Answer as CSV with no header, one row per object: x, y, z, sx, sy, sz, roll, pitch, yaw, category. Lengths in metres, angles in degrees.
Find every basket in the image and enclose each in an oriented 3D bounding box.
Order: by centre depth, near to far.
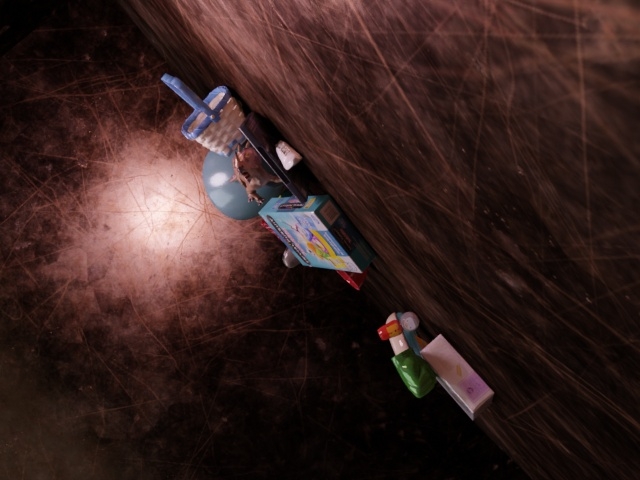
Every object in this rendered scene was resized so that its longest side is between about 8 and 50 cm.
-0.370,-0.413,1.806,0.289,0.201,0.255,37,-177,-31,basket

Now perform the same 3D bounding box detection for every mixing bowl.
0.110,0.085,2.089,0.181,0.098,0.181,45,173,7,mixing bowl

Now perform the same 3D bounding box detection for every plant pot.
-0.231,-0.230,1.975,0.195,0.290,0.290,-12,126,46,plant pot

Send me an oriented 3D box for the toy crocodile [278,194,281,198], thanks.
-0.125,-0.167,2.475,0.115,0.105,0.340,18,-176,-1,toy crocodile

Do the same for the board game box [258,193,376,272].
-0.018,-0.021,1.796,0.254,0.079,0.336,51,156,-24,board game box

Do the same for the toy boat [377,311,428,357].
0.324,0.359,2.106,0.318,0.148,0.268,49,-163,-54,toy boat

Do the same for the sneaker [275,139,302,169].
-0.093,-0.233,1.546,0.061,0.053,0.152,53,176,-23,sneaker

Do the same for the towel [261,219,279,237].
-0.119,-0.014,2.342,0.275,0.031,0.199,41,-163,-8,towel

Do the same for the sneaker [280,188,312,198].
-0.038,-0.106,1.951,0.302,0.108,0.121,38,171,32,sneaker

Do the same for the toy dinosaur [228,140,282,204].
-0.219,-0.221,1.732,0.200,0.127,0.295,49,166,-31,toy dinosaur

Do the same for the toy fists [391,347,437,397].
0.304,0.418,1.805,0.142,0.096,0.279,60,-178,17,toy fists

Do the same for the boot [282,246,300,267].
-0.018,0.035,2.038,0.083,0.246,0.161,51,-179,-35,boot

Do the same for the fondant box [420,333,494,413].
0.451,0.457,1.883,0.238,0.096,0.330,49,178,25,fondant box

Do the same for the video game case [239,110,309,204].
-0.126,-0.242,1.653,0.274,0.026,0.196,49,-165,-17,video game case
